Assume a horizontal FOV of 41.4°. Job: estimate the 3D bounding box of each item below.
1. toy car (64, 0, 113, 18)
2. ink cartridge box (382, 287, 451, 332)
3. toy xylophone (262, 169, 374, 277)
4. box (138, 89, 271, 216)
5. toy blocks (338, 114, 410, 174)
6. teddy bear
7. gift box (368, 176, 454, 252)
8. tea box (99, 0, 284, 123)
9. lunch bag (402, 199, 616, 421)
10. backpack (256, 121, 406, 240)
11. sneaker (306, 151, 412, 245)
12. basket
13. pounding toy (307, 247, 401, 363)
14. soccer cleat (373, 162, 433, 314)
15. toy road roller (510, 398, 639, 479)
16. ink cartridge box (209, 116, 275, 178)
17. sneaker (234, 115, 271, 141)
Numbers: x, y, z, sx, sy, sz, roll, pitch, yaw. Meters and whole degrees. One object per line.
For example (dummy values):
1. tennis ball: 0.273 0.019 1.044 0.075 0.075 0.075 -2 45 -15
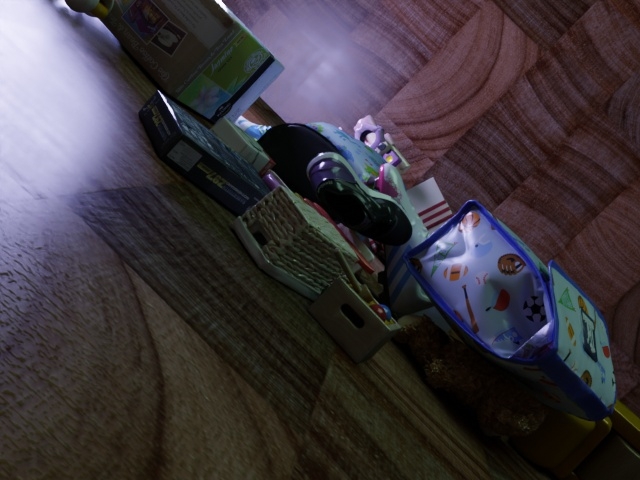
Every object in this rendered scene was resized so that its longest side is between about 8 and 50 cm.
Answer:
1. toy car: -0.485 -0.552 1.740 0.182 0.136 0.159 44 8 -6
2. ink cartridge box: 0.299 0.085 1.974 0.117 0.278 0.201 45 7 -19
3. toy xylophone: 0.000 0.000 1.589 0.236 0.081 0.322 49 9 25
4. box: -0.185 -0.134 1.413 0.232 0.059 0.183 38 11 -37
5. toy blocks: 0.056 -0.250 2.422 0.260 0.288 0.309 54 12 16
6. teddy bear: 0.266 0.260 1.613 0.338 0.113 0.245 38 0 7
7. gift box: 0.286 -0.017 2.545 0.276 0.258 0.255 66 10 8
8. tea box: -0.305 -0.471 1.943 0.329 0.220 0.323 47 9 16
9. lunch bag: 0.391 0.151 1.629 0.328 0.239 0.385 40 11 -42
10. backpack: 0.045 -0.131 2.000 0.290 0.273 0.355 47 -2 31
11. sneaker: 0.082 -0.047 1.676 0.283 0.107 0.124 35 26 -33
12. basket: -0.035 0.005 1.307 0.167 0.103 0.113 37 12 -50
13. pounding toy: 0.051 0.098 1.280 0.141 0.100 0.130 47 8 12
14. soccer cleat: 0.193 -0.005 1.842 0.116 0.143 0.331 -30 116 -80
15. toy road roller: 0.531 0.417 1.784 0.329 0.202 0.240 42 19 16
16. ink cartridge box: -0.170 -0.197 1.822 0.099 0.056 0.135 49 9 25
17. sneaker: -0.117 -0.264 2.180 0.240 0.126 0.091 42 8 -21
